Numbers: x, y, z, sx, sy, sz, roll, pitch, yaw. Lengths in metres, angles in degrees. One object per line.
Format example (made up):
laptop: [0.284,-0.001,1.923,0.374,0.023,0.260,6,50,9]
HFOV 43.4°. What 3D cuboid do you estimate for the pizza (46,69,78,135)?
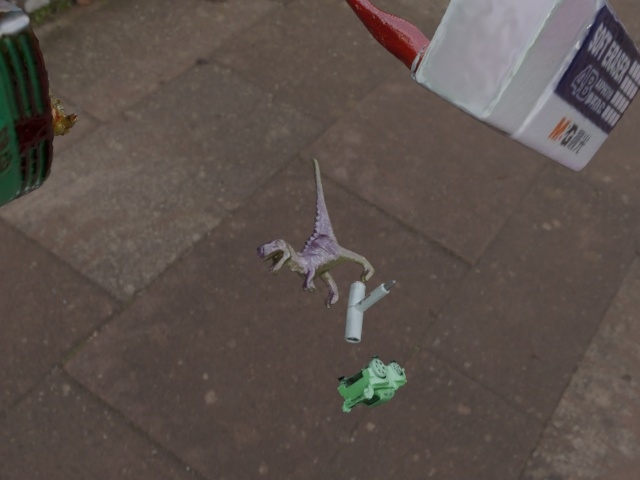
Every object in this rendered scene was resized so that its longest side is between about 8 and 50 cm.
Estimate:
pizza: [-0.429,-0.177,1.114,0.287,0.074,0.251,-11,0,30]

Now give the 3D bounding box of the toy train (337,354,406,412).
toy train: [0.095,0.269,1.470,0.149,0.099,0.081,17,43,-48]

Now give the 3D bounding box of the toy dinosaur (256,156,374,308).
toy dinosaur: [0.002,-0.001,1.359,0.200,0.072,0.251,48,56,-15]

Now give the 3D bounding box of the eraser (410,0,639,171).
eraser: [0.191,-0.144,0.687,0.086,0.130,0.287,35,16,27]

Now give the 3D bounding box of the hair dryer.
hair dryer: [0.125,0.155,1.958,0.044,0.183,0.155,21,60,-26]

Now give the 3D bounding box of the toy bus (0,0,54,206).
toy bus: [-0.326,-0.089,0.377,0.343,0.183,0.199,31,58,3]

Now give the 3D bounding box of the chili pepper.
chili pepper: [0.084,-0.265,1.001,0.178,0.045,0.027,42,42,-7]
